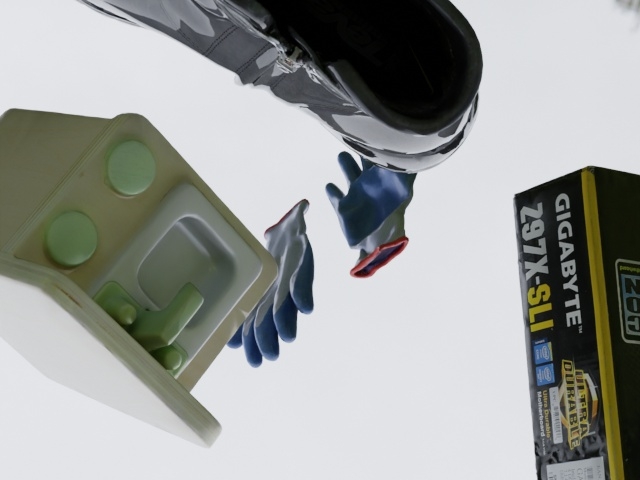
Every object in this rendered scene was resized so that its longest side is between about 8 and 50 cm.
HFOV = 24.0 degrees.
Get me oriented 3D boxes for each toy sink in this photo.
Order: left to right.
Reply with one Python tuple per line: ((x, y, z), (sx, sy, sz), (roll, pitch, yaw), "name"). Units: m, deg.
((-0.132, 0.012, 0.940), (0.131, 0.153, 0.234), (-53, -149, -17), "toy sink")

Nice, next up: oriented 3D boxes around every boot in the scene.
((-0.058, -0.157, 0.776), (0.338, 0.118, 0.223), (28, 180, 8), "boot")

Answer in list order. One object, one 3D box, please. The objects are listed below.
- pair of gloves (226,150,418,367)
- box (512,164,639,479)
((0.000, 0.000, 1.055), (0.023, 0.198, 0.159), (38, -150, -23), "pair of gloves")
((0.277, 0.099, 1.031), (0.322, 0.079, 0.257), (8, -110, -37), "box")
